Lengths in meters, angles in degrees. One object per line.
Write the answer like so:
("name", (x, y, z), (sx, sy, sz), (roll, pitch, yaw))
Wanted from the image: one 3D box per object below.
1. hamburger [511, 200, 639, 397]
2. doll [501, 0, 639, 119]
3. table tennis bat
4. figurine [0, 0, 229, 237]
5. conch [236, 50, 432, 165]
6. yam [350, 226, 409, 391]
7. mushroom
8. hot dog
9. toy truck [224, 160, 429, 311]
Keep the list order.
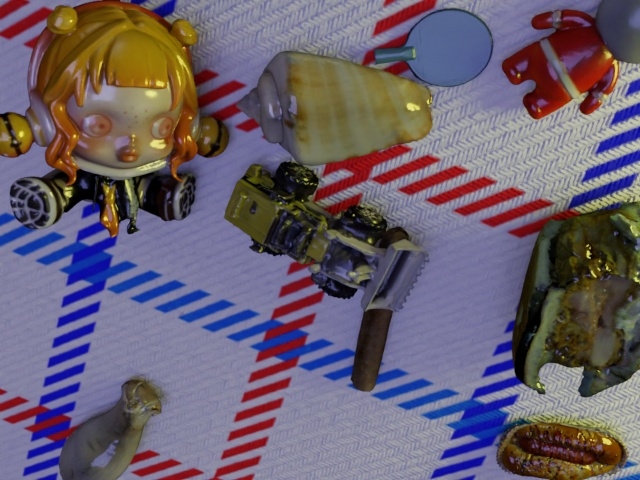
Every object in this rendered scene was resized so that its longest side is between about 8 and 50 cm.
("hamburger", (0.354, 0.065, 1.003), (0.167, 0.192, 0.288), (12, 138, 12))
("doll", (0.348, -0.246, 0.937), (0.245, 0.076, 0.142), (-31, 103, 24))
("table tennis bat", (0.147, -0.249, 1.004), (0.155, 0.019, 0.100), (-5, 110, 11))
("figurine", (-0.278, -0.173, 1.021), (0.320, 0.196, 0.323), (-3, 128, -34))
("conch", (0.016, -0.170, 1.001), (0.255, 0.127, 0.158), (-1, 110, 11))
("yam", (0.087, 0.103, 1.134), (0.046, 0.046, 0.264), (12, 112, 6))
("mushroom", (-0.352, 0.333, 1.282), (0.225, 0.093, 0.116), (-43, 77, 27))
("hot dog", (0.364, 0.320, 1.158), (0.192, 0.053, 0.099), (1, 114, 13))
("toy truck", (0.000, 0.000, 1.061), (0.286, 0.111, 0.136), (30, 115, 12))
